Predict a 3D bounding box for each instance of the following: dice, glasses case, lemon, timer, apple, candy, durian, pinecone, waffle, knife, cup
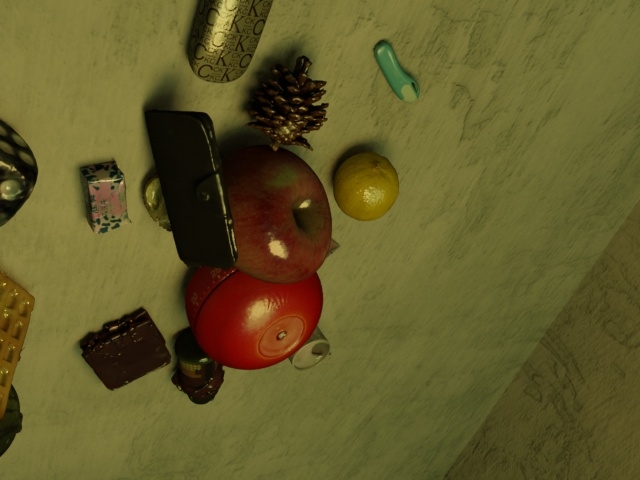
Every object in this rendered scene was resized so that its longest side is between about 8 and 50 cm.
[{"bbox_3d":[-0.678,-0.140,1.523,0.183,0.181,0.182,-45,142,10],"label":"dice"},{"bbox_3d":[-0.174,-0.488,1.618,0.137,0.085,0.354,-1,130,-34],"label":"glasses case"},{"bbox_3d":[0.121,-0.141,2.116,0.178,0.178,0.203,-13,148,-26],"label":"lemon"},{"bbox_3d":[-0.173,0.177,2.141,0.378,0.279,0.378,-21,137,-21],"label":"timer"},{"bbox_3d":[-0.137,-0.058,1.897,0.269,0.344,0.345,-7,158,36],"label":"apple"},{"bbox_3d":[-0.490,-0.097,1.790,0.092,0.073,0.160,-17,138,-24],"label":"candy"},{"bbox_3d":[-0.332,-0.110,1.862,0.188,0.148,0.091,-34,-172,32],"label":"durian"},{"bbox_3d":[-0.066,-0.315,1.806,0.186,0.168,0.212,13,120,-41],"label":"pinecone"},{"bbox_3d":[-0.761,0.226,1.742,0.098,0.327,0.224,-6,147,15],"label":"waffle"},{"bbox_3d":[0.194,-0.427,1.997,0.064,0.031,0.222,-37,138,7],"label":"knife"},{"bbox_3d":[-0.042,0.311,2.476,0.174,0.142,0.134,-7,133,-30],"label":"cup"}]

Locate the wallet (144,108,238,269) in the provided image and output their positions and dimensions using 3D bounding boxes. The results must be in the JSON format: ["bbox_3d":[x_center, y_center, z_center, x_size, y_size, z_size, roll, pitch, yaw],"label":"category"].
[{"bbox_3d":[-0.284,-0.109,1.744,0.051,0.197,0.377,-34,124,-45],"label":"wallet"}]

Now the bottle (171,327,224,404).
[{"bbox_3d":[-0.365,0.389,2.320,0.156,0.143,0.271,8,134,2],"label":"bottle"}]

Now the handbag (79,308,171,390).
[{"bbox_3d":[-0.535,0.301,2.160,0.203,0.074,0.216,-29,139,-10],"label":"handbag"}]

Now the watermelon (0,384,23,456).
[{"bbox_3d":[-0.880,0.423,1.867,0.359,0.279,0.279,8,124,-40],"label":"watermelon"}]

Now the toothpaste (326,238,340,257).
[{"bbox_3d":[0.000,0.000,2.279,0.067,0.043,0.194,-40,147,1],"label":"toothpaste"}]
